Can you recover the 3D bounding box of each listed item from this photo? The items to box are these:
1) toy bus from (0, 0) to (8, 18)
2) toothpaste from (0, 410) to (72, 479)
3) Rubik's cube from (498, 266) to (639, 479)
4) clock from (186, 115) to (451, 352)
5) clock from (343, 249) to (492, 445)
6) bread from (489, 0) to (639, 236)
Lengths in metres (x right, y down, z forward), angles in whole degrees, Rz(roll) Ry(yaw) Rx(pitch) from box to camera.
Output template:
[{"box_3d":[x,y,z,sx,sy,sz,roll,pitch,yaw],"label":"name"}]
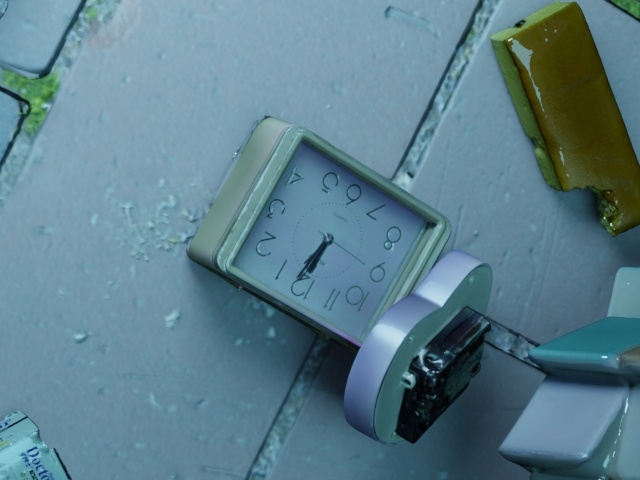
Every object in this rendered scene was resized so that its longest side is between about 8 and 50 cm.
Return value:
[{"box_3d":[-0.261,-0.232,1.533,0.065,0.077,0.192,34,86,-32],"label":"toy bus"},{"box_3d":[-0.214,0.297,1.658,0.089,0.071,0.313,-29,111,-16],"label":"toothpaste"},{"box_3d":[0.360,0.209,1.746,0.387,0.358,0.368,35,64,-50],"label":"Rubik's cube"},{"box_3d":[0.000,0.000,1.706,0.192,0.071,0.147,32,85,-27],"label":"clock"},{"box_3d":[0.095,0.112,1.731,0.198,0.064,0.172,-40,148,-42],"label":"clock"},{"box_3d":[0.233,-0.105,1.812,0.088,0.049,0.226,-30,112,-18],"label":"bread"}]
